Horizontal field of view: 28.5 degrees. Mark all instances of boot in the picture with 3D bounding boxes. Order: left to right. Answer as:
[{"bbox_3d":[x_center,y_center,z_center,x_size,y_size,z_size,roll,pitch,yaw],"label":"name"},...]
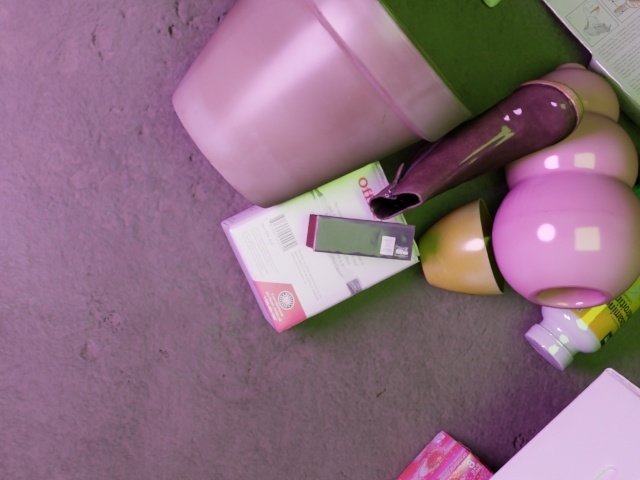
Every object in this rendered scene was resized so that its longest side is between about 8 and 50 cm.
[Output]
[{"bbox_3d":[0.193,-0.102,1.569,0.207,0.248,0.090,-40,103,-30],"label":"boot"}]

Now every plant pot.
[{"bbox_3d":[-0.018,-0.195,1.564,0.280,0.323,0.323,-39,104,11],"label":"plant pot"},{"bbox_3d":[0.189,0.018,1.716,0.095,0.134,0.134,-13,101,16],"label":"plant pot"}]

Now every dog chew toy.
[{"bbox_3d":[0.334,-0.081,1.684,0.207,0.206,0.331,9,71,-14],"label":"dog chew toy"}]

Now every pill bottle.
[{"bbox_3d":[0.378,0.093,1.771,0.184,0.103,0.103,-45,104,-5],"label":"pill bottle"}]

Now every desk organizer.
[{"bbox_3d":[0.050,-0.005,1.614,0.130,0.050,0.047,6,94,-15],"label":"desk organizer"}]

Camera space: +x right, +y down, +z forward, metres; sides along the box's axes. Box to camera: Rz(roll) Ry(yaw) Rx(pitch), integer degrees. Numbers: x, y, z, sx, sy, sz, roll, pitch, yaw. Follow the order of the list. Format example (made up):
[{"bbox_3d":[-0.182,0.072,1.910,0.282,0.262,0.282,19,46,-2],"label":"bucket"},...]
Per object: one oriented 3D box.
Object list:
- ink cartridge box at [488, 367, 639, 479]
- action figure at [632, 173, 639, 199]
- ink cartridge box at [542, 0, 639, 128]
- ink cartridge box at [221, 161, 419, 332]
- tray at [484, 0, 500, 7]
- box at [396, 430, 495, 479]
[{"bbox_3d":[0.399,0.400,1.697,0.285,0.166,0.395,-43,133,-6],"label":"ink cartridge box"},{"bbox_3d":[0.499,-0.082,1.766,0.137,0.063,0.232,24,111,15],"label":"action figure"},{"bbox_3d":[0.489,-0.334,1.770,0.296,0.066,0.261,-39,78,-7],"label":"ink cartridge box"},{"bbox_3d":[0.000,0.000,1.676,0.218,0.092,0.158,-26,102,-8],"label":"ink cartridge box"},{"bbox_3d":[0.210,-0.461,1.689,0.145,0.030,0.270,-42,110,-6],"label":"tray"},{"bbox_3d":[0.144,0.408,1.741,0.128,0.122,0.257,44,85,-15],"label":"box"}]
